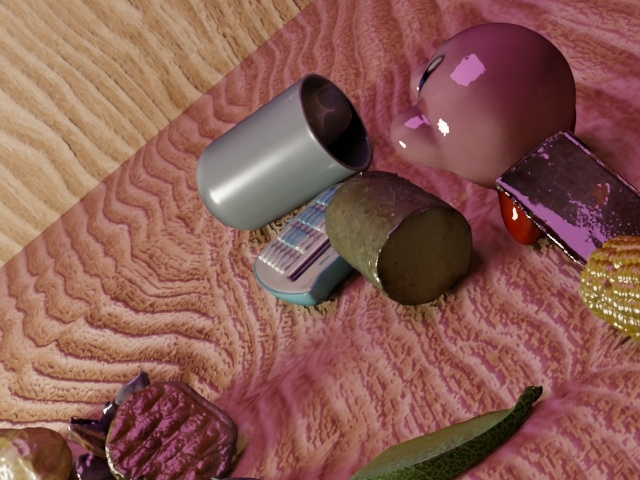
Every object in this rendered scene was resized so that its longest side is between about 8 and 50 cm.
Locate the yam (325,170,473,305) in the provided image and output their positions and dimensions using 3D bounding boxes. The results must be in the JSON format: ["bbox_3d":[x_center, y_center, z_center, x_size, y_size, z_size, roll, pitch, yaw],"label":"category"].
[{"bbox_3d":[0.112,-0.007,1.742,0.161,0.161,0.268,-43,23,-3],"label":"yam"}]

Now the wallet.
[{"bbox_3d":[0.330,-0.038,1.466,0.122,0.031,0.232,-40,53,-1],"label":"wallet"}]

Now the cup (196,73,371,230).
[{"bbox_3d":[-0.080,-0.158,2.279,0.312,0.205,0.205,-30,25,31],"label":"cup"}]

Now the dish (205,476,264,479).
[{"bbox_3d":[-0.159,0.385,1.535,0.260,0.085,0.260,-33,19,13],"label":"dish"}]

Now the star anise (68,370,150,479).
[{"bbox_3d":[-0.315,0.305,1.854,0.229,0.093,0.236,-65,-23,7],"label":"star anise"}]

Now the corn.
[{"bbox_3d":[0.382,0.058,1.212,0.130,0.130,0.347,-45,19,-8],"label":"corn"}]

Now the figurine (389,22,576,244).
[{"bbox_3d":[0.256,-0.183,1.625,0.211,0.261,0.270,-56,6,44],"label":"figurine"}]

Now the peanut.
[{"bbox_3d":[-0.556,0.400,2.123,0.291,0.143,0.159,-21,40,37],"label":"peanut"}]

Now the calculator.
[{"bbox_3d":[0.000,0.000,2.055,0.256,0.054,0.386,-45,21,-6],"label":"calculator"}]

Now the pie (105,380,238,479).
[{"bbox_3d":[-0.223,0.297,1.743,0.195,0.046,0.195,-1,55,2],"label":"pie"}]

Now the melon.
[{"bbox_3d":[0.151,0.241,1.397,0.261,0.053,0.114,-30,7,19],"label":"melon"}]
